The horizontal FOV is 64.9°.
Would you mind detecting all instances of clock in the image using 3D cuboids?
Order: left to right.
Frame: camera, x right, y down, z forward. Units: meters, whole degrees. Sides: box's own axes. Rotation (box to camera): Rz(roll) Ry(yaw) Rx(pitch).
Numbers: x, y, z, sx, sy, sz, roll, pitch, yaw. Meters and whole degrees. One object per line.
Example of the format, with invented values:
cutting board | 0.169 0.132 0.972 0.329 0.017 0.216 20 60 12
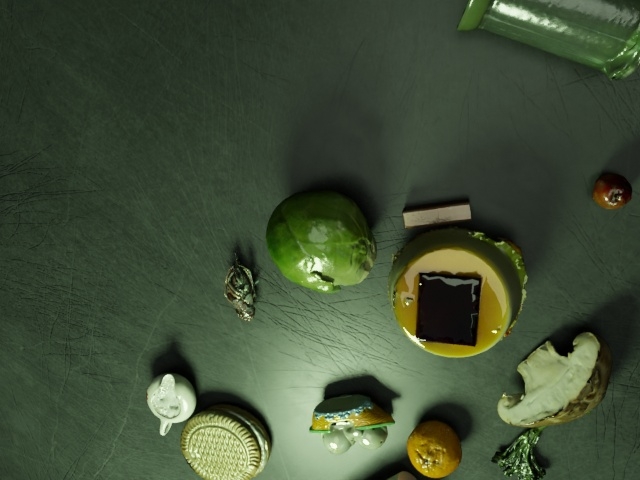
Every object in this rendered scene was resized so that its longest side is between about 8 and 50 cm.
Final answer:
clock | 0.079 0.477 1.293 0.230 0.103 0.144 -15 104 20

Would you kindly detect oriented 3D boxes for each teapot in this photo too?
teapot | -0.417 0.447 1.415 0.145 0.092 0.227 16 111 12
teapot | 0.443 -0.440 0.882 0.336 0.200 0.271 22 78 5

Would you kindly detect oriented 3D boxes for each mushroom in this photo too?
mushroom | 0.545 0.333 1.129 0.151 0.156 0.286 29 116 -26

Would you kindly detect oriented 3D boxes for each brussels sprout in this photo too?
brussels sprout | 0.000 0.000 1.114 0.243 0.244 0.245 4 108 13

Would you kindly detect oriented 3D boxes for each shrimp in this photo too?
shrimp | -0.201 0.113 1.270 0.073 0.074 0.191 2 99 47

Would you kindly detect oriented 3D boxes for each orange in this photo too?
orange | 0.281 0.520 1.247 0.135 0.117 0.136 6 115 13

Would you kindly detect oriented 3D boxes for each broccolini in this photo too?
broccolini | 0.551 0.494 1.209 0.123 0.062 0.271 40 109 -11

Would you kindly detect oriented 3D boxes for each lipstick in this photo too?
lipstick | 0.256 -0.058 1.111 0.145 0.045 0.045 -7 103 17

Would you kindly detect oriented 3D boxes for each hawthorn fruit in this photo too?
hawthorn fruit | 0.582 -0.097 1.002 0.077 0.077 0.077 4 108 13

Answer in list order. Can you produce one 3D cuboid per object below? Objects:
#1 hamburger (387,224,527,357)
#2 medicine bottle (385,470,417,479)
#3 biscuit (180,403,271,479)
hamburger | 0.288 0.109 1.086 0.293 0.179 0.276 1 104 17
medicine bottle | 0.154 0.727 1.326 0.152 0.152 0.254 45 111 -2
biscuit | -0.269 0.580 1.424 0.258 0.079 0.260 4 108 13
